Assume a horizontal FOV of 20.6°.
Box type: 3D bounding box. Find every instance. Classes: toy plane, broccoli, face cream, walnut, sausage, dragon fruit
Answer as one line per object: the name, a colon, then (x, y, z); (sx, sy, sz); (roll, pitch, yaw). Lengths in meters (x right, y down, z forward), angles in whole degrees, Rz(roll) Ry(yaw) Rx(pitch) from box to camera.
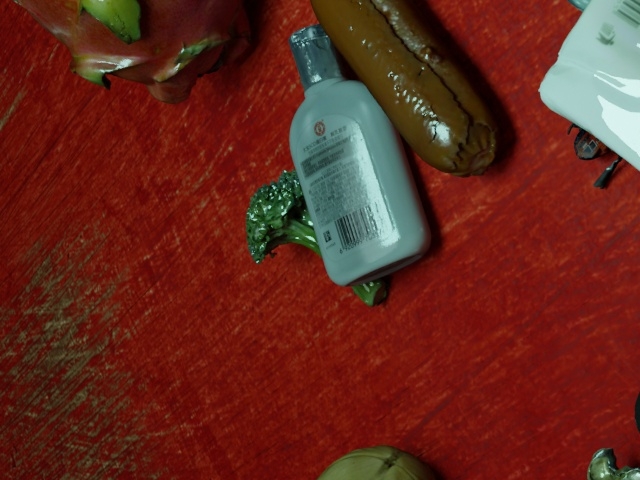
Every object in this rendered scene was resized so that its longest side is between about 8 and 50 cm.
toy plane: (0.282, -0.109, 1.668); (0.060, 0.037, 0.145); (59, 142, 18)
broccoli: (-0.001, 0.002, 2.051); (0.204, 0.122, 0.118); (38, 145, 24)
face cream: (0.028, -0.100, 1.976); (0.144, 0.071, 0.291); (-28, 75, 35)
walnut: (0.059, 0.328, 1.993); (0.165, 0.165, 0.197); (47, 137, 36)
sausage: (0.081, -0.199, 1.871); (0.330, 0.102, 0.102); (57, 139, 28)
dragon fruit: (-0.183, -0.301, 2.070); (0.226, 0.305, 0.305); (46, 138, 3)

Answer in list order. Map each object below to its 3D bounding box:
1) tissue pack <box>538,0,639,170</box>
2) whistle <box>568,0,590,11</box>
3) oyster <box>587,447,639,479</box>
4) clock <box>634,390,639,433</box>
tissue pack: (0.368, -0.177, 1.318); (0.266, 0.194, 0.356); (45, 109, 39)
whistle: (0.270, -0.260, 1.508); (0.289, 0.163, 0.163); (-110, 17, -77)
oyster: (0.326, 0.279, 1.693); (0.163, 0.081, 0.191); (-32, 73, 24)
clock: (0.404, 0.136, 1.557); (0.273, 0.049, 0.279); (42, 130, 40)
